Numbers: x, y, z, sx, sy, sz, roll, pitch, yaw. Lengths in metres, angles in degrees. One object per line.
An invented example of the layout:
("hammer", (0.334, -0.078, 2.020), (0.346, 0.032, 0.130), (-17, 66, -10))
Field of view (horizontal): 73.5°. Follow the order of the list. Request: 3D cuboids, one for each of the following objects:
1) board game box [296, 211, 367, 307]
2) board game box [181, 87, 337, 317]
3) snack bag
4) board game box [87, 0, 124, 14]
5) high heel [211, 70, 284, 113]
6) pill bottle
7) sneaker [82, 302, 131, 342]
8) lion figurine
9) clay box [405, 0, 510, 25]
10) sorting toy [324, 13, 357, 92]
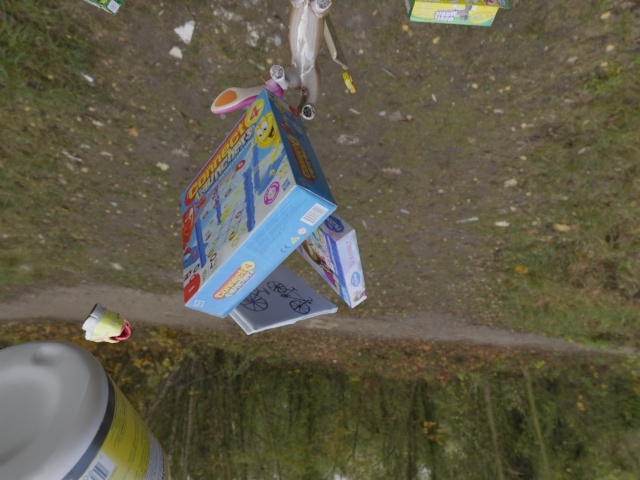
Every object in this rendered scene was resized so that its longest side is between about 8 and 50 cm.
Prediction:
("board game box", (0.000, 0.000, 1.256), (0.066, 0.318, 0.319), (-33, 140, -15))
("board game box", (-0.137, -0.073, 0.785), (0.086, 0.302, 0.308), (26, 121, -38))
("snack bag", (-0.164, 0.151, 1.289), (0.342, 0.037, 0.323), (-5, -149, -47))
("board game box", (-0.515, -0.625, 1.023), (0.259, 0.136, 0.030), (37, -178, 35))
("high heel", (-0.235, -0.458, 1.407), (0.244, 0.082, 0.117), (-34, 156, -5))
("pill bottle", (-0.189, 0.182, 0.331), (0.119, 0.119, 0.209), (2, 132, 8))
("sneaker", (-0.501, 0.213, 1.024), (0.094, 0.082, 0.208), (27, 158, -11))
("lion figurine", (-0.029, -0.458, 0.972), (0.142, 0.240, 0.392), (17, 118, -4))
("clay box", (0.308, -0.555, 0.981), (0.222, 0.128, 0.053), (1, 150, -6))
("sorting toy", (0.047, -0.679, 1.523), (0.041, 0.307, 0.229), (-19, -174, 17))
